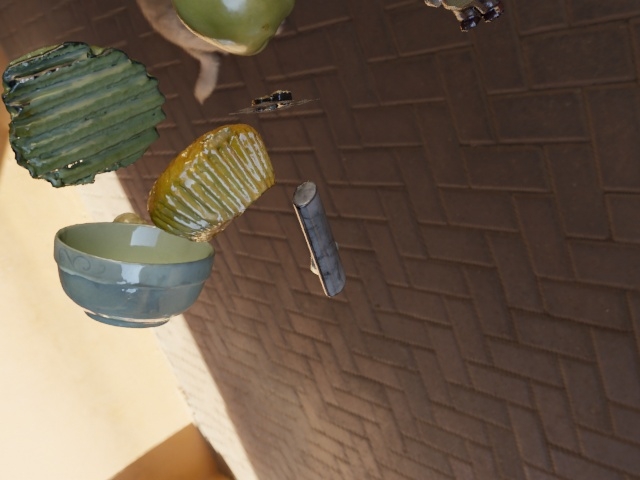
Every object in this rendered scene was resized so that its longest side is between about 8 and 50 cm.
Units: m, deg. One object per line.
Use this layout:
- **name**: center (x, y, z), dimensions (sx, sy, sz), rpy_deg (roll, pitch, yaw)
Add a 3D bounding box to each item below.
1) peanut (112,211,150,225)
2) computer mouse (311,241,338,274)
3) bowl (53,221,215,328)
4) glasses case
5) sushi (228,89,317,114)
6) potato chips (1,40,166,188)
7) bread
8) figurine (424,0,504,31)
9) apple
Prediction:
- **peanut**: center (-0.436, 0.059, 1.697), dimensions (0.123, 0.123, 0.257), rpy_deg (-2, 97, 56)
- **computer mouse**: center (0.009, 0.067, 2.337), dimensions (0.089, 0.056, 0.182), rpy_deg (11, 139, 5)
- **bowl**: center (-0.371, 0.070, 1.399), dimensions (0.307, 0.307, 0.163), rpy_deg (21, 104, 46)
- **glasses case**: center (0.000, 0.000, 1.815), dimensions (0.060, 0.114, 0.299), rpy_deg (-8, 126, 16)
- **sushi**: center (-0.139, -0.395, 1.998), dimensions (0.210, 0.192, 0.040), rpy_deg (-2, 98, 52)
- **potato chips**: center (-0.587, -0.324, 1.793), dimensions (0.070, 0.429, 0.359), rpy_deg (23, 133, 44)
- **bread**: center (-0.181, -0.093, 1.195), dimensions (0.139, 0.240, 0.240), rpy_deg (48, 149, -6)
- **figurine**: center (0.251, -0.615, 1.557), dimensions (0.218, 0.206, 0.365), rpy_deg (3, 132, 55)
- **apple**: center (-0.171, -0.513, 1.442), dimensions (0.262, 0.262, 0.262), rpy_deg (35, 141, 35)
